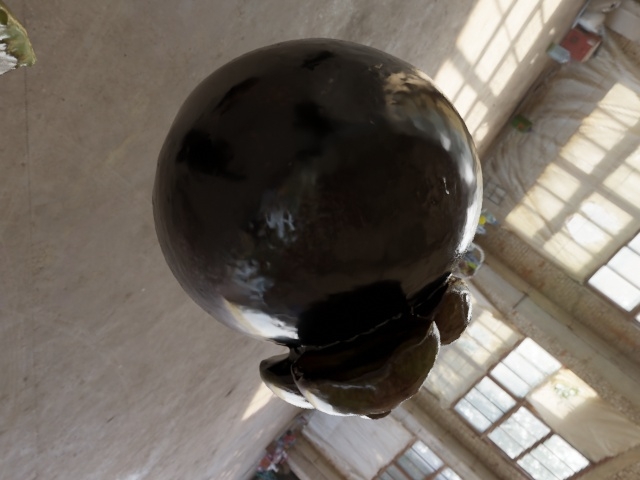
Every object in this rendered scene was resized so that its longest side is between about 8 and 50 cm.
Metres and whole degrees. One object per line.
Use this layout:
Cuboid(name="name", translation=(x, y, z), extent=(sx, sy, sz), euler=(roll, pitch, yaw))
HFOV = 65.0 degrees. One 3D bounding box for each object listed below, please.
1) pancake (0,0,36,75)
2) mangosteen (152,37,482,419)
Cuboid(name="pancake", translation=(-0.426, -0.189, 0.345), extent=(0.427, 0.066, 0.305), euler=(-6, 176, -44))
Cuboid(name="mangosteen", translation=(0.000, 0.000, 0.574), extent=(0.383, 0.434, 0.382), euler=(-5, 172, -1))
